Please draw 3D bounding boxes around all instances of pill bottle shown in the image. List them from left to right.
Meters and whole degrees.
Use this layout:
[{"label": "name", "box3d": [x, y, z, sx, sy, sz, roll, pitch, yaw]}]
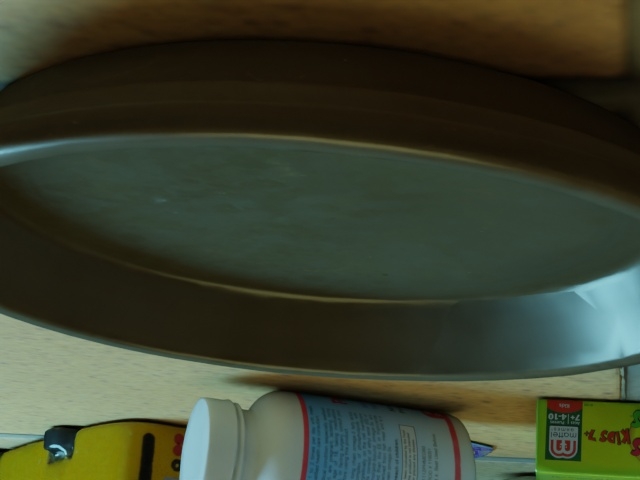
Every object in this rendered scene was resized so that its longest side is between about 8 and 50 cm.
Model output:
[{"label": "pill bottle", "box3d": [0.003, 0.135, 0.825, 0.160, 0.087, 0.087, 11, 162, -17]}]

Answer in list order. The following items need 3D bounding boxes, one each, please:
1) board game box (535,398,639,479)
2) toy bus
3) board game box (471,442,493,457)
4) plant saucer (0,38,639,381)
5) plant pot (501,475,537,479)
[{"label": "board game box", "box3d": [0.178, 0.136, 0.855, 0.092, 0.043, 0.181, 2, 163, 10]}, {"label": "toy bus", "box3d": [-0.178, 0.214, 1.100, 0.130, 0.108, 0.332, 12, 161, -27]}, {"label": "board game box", "box3d": [0.032, 0.154, 0.972, 0.168, 0.033, 0.133, 18, 158, -37]}, {"label": "plant saucer", "box3d": [0.000, 0.000, 0.466, 0.277, 0.041, 0.278, 4, 164, 1]}, {"label": "plant pot", "box3d": [0.170, 0.291, 1.059, 0.284, 0.284, 0.191, -9, 124, 38]}]
